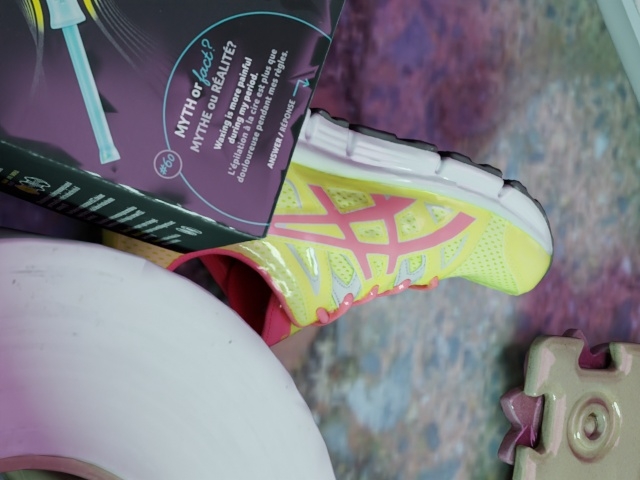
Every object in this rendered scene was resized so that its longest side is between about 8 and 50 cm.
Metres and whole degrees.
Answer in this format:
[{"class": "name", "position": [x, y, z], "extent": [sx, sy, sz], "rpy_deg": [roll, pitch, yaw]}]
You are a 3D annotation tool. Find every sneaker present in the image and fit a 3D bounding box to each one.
[{"class": "sneaker", "position": [0.000, 0.000, 0.670], "extent": [0.208, 0.081, 0.094], "rpy_deg": [16, 85, -30]}]

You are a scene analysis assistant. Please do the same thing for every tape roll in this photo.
[{"class": "tape roll", "position": [-0.125, 0.135, 0.558], "extent": [0.286, 0.100, 0.286], "rpy_deg": [-6, 99, -41]}]

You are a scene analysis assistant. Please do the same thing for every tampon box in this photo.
[{"class": "tampon box", "position": [-0.084, -0.079, 0.530], "extent": [0.161, 0.101, 0.120], "rpy_deg": [22, 80, -16]}]

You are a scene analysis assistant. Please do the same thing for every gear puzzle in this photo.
[{"class": "gear puzzle", "position": [0.132, 0.213, 0.834], "extent": [0.175, 0.044, 0.339], "rpy_deg": [7, 91, -37]}]

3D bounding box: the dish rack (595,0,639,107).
[{"class": "dish rack", "position": [0.244, -0.123, 0.869], "extent": [0.285, 0.072, 0.333], "rpy_deg": [-47, 123, -28]}]
